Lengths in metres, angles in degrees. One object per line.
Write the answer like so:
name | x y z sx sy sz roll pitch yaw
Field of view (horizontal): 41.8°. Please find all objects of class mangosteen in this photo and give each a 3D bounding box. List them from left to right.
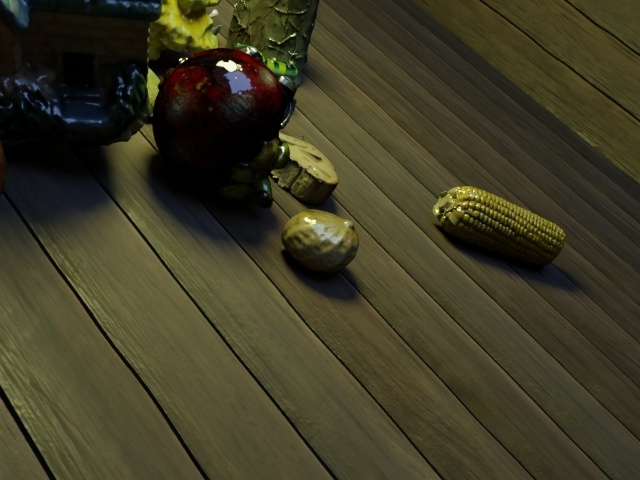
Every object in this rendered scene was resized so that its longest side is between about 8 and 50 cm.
mangosteen | -0.199 -0.240 1.718 0.311 0.311 0.311 23 30 -14

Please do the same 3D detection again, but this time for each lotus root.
lotus root | -0.063 -0.188 1.962 0.261 0.074 0.170 44 31 25

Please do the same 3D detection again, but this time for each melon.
melon | -0.394 -0.333 1.868 0.128 0.079 0.160 44 31 24

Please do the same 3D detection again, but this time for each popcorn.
popcorn | -0.417 -0.593 2.065 0.279 0.274 0.335 10 -22 25

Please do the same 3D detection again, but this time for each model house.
model house | -0.503 -0.426 1.446 0.446 0.399 0.394 5 49 -15

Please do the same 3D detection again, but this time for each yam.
yam | -0.121 -0.636 2.360 0.241 0.348 0.241 14 28 -8

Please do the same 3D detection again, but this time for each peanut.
peanut | 0.000 0.000 1.703 0.159 0.109 0.140 12 22 -10

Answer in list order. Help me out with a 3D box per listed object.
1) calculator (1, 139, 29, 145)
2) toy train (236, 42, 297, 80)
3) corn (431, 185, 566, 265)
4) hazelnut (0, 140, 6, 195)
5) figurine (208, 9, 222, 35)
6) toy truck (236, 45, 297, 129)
calculator | -0.615 -0.258 1.586 0.246 0.045 0.141 40 31 14
toy train | -0.147 -0.428 2.190 0.200 0.132 0.083 5 40 -35
corn | 0.470 -0.035 2.156 0.388 0.143 0.144 19 32 -19
hazelnut | -0.572 -0.123 1.347 0.154 0.143 0.143 51 34 17
figurine | -0.327 -0.603 2.347 0.086 0.094 0.082 -45 118 -33
toy truck | -0.180 -0.357 2.042 0.224 0.165 0.147 32 71 -28
